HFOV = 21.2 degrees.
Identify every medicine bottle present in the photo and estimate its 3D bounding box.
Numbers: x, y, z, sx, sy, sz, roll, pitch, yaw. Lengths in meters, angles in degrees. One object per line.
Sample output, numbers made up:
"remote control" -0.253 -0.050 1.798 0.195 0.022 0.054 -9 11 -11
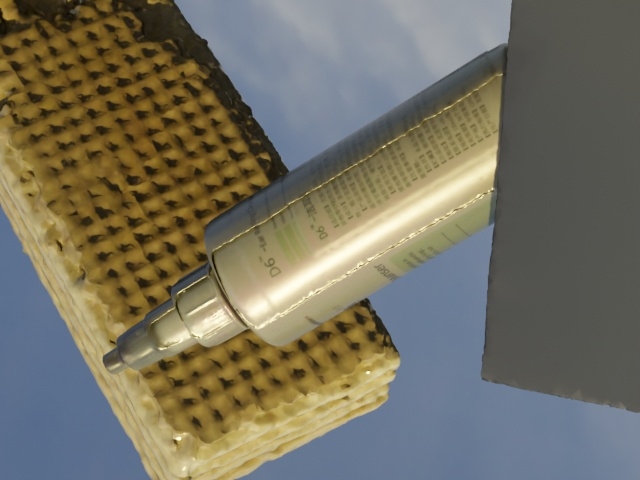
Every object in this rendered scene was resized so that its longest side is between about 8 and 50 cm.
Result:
"medicine bottle" 0.000 0.000 0.642 0.057 0.199 0.057 54 -166 -20

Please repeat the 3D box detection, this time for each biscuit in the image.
"biscuit" -0.119 -0.070 0.915 0.144 0.078 0.426 -26 -111 -19

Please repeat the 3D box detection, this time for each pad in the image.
"pad" 0.137 -0.058 0.528 0.006 0.170 0.245 -18 -66 -60
